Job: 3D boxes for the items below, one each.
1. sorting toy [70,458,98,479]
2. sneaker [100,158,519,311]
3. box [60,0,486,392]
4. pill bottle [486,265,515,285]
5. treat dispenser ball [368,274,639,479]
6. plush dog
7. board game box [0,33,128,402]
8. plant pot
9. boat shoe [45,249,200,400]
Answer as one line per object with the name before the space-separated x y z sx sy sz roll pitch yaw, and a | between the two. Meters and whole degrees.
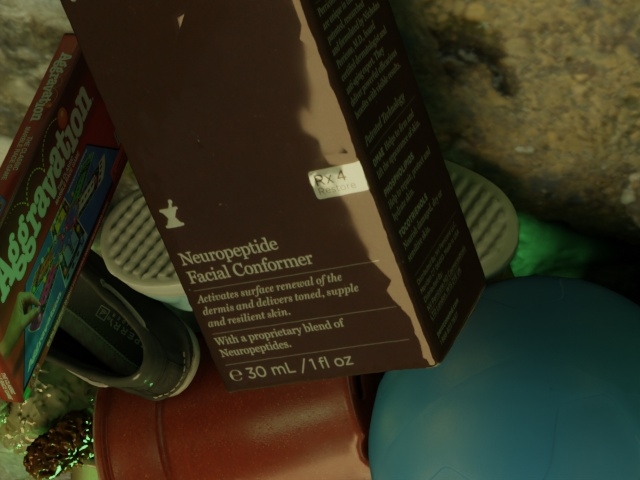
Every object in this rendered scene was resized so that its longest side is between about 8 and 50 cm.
sorting toy | -0.197 0.319 1.923 0.229 0.041 0.307 15 143 3
sneaker | 0.000 0.000 1.410 0.366 0.135 0.150 1 166 15
box | -0.032 -0.086 1.176 0.191 0.143 0.381 -11 112 28
pill bottle | 0.147 0.024 1.421 0.043 0.043 0.083 -3 138 25
treat dispenser ball | 0.184 0.172 1.338 0.288 0.288 0.288 11 142 8
plush dog | -0.315 0.146 1.636 0.225 0.262 0.210 11 117 -3
board game box | -0.227 -0.022 1.312 0.027 0.281 0.145 3 141 17
plant pot | -0.030 0.186 1.538 0.265 0.272 0.272 -20 130 27
boat shoe | -0.261 0.040 1.475 0.335 0.112 0.095 30 -176 20
